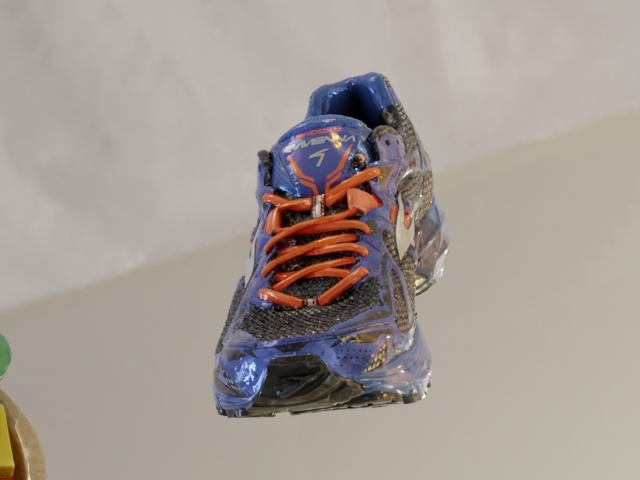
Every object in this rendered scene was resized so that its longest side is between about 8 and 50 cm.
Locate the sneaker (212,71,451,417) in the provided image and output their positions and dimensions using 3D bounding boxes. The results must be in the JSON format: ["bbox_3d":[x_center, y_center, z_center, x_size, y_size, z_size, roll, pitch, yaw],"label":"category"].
[{"bbox_3d":[0.000,0.000,0.750,0.083,0.221,0.087,-8,-69,9],"label":"sneaker"}]

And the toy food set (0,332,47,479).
[{"bbox_3d":[-0.097,0.045,0.406,0.083,0.082,0.020,-2,-50,-17],"label":"toy food set"}]
